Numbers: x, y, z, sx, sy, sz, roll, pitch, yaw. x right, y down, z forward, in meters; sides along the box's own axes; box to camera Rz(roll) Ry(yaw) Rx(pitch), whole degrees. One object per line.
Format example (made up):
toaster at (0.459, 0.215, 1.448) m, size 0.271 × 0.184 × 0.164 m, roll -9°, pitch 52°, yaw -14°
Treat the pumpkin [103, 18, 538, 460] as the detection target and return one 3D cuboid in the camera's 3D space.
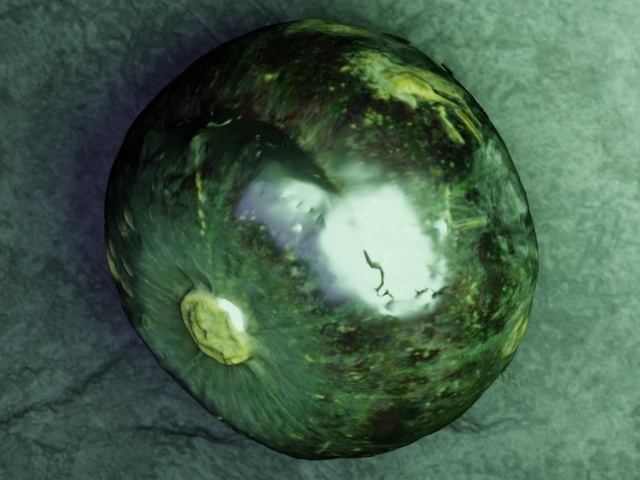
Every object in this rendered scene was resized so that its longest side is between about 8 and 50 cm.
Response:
pumpkin at (0.000, 0.000, 1.718) m, size 0.454 × 0.344 × 0.454 m, roll 24°, pitch 133°, yaw 27°
